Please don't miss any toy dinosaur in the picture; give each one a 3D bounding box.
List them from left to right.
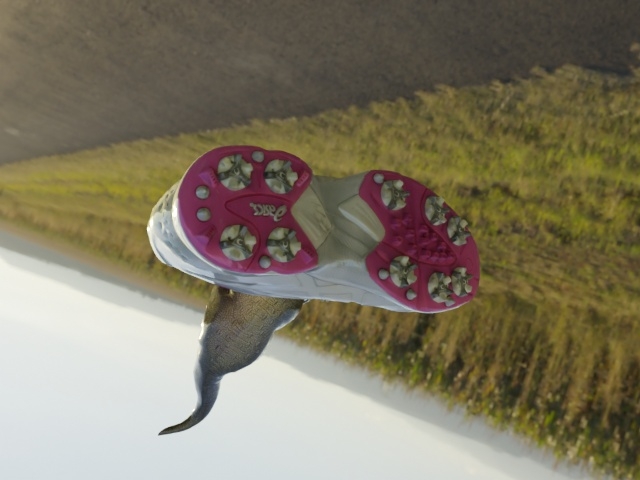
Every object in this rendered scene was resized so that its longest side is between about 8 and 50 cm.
[{"bbox_3d":[-0.065,0.064,0.806,0.121,0.314,0.160,52,174,-1],"label":"toy dinosaur"}]

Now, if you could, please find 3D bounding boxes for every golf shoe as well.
[{"bbox_3d":[0.000,0.000,0.684,0.306,0.115,0.140,15,161,-33],"label":"golf shoe"}]
